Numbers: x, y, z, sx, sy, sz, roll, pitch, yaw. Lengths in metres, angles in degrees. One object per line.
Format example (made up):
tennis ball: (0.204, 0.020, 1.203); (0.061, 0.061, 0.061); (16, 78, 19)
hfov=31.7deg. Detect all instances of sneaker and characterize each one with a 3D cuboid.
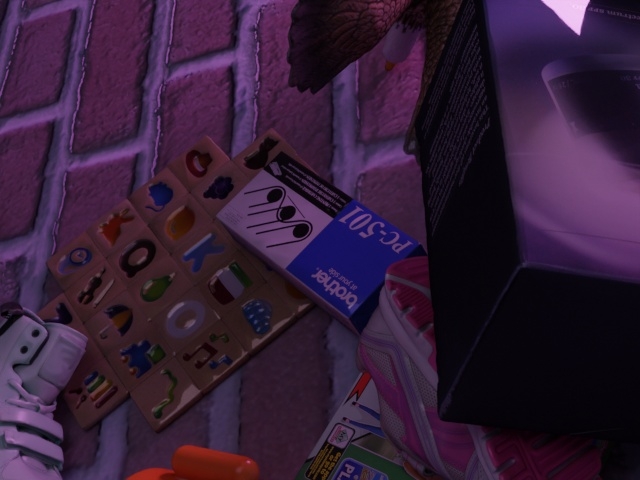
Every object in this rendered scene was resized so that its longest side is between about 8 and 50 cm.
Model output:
sneaker: (0.113, 0.138, 0.847); (0.103, 0.111, 0.252); (-10, 58, -35)
sneaker: (-0.268, 0.158, 1.055); (0.151, 0.094, 0.256); (-49, 47, 0)

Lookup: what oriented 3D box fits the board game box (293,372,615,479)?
board game box: (0.132, 0.139, 0.925); (0.213, 0.046, 0.317); (18, 64, 35)

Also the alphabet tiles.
alphabet tiles: (-0.140, 0.032, 1.158); (0.342, 0.011, 0.285); (-39, 48, -6)

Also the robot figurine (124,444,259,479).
robot figurine: (-0.098, 0.258, 0.890); (0.219, 0.128, 0.158); (11, 53, 32)

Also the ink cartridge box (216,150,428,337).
ink cartridge box: (0.000, 0.000, 1.076); (0.097, 0.046, 0.207); (-45, 50, -10)

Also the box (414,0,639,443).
box: (0.238, -0.020, 0.813); (0.296, 0.182, 0.294); (8, 49, -9)

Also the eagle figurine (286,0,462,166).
eagle figurine: (0.104, -0.238, 1.132); (0.226, 0.225, 0.298); (-4, 41, 14)
